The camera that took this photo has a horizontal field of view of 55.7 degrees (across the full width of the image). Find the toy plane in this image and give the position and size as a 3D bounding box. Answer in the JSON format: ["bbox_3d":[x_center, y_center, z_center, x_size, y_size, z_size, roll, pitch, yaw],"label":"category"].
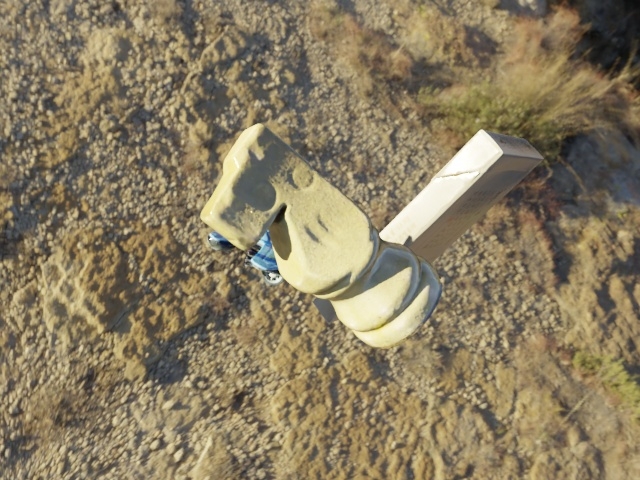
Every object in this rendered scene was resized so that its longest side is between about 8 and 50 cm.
[{"bbox_3d":[-0.009,0.028,0.727,0.247,0.078,0.169,32,20,-9],"label":"toy plane"}]

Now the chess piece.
[{"bbox_3d":[0.000,0.000,0.484,0.200,0.090,0.090,39,51,-25],"label":"chess piece"}]

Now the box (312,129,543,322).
[{"bbox_3d":[0.163,-0.015,0.924,0.205,0.365,0.051,-7,56,-55],"label":"box"}]
